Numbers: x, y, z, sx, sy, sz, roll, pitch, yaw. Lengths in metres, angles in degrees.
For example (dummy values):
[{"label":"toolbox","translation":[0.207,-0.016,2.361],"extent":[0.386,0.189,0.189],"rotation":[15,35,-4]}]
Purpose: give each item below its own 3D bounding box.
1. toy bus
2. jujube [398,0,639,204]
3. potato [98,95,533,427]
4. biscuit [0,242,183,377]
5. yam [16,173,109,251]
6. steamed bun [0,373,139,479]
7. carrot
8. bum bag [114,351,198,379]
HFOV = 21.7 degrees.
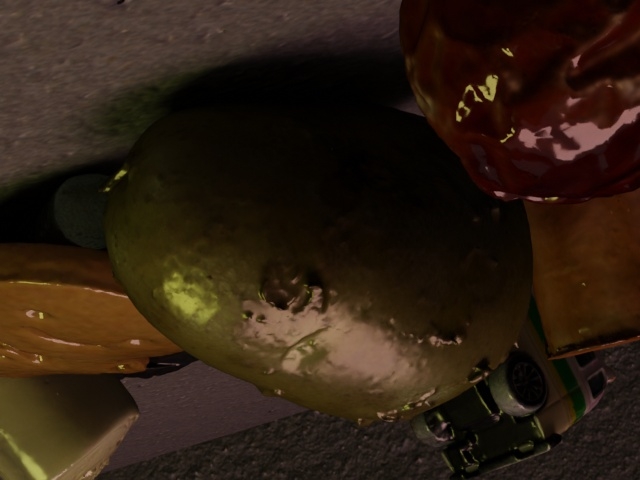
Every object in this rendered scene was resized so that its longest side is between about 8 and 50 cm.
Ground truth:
[{"label":"toy bus","translation":[0.149,0.058,1.637],"extent":[0.179,0.305,0.143],"rotation":[-25,176,-44]},{"label":"jujube","translation":[0.212,-0.161,0.991],"extent":[0.342,0.216,0.216],"rotation":[-27,167,12]},{"label":"potato","translation":[0.004,0.014,1.273],"extent":[0.359,0.270,0.219],"rotation":[1,138,-47]},{"label":"biscuit","translation":[-0.243,0.070,1.412],"extent":[0.275,0.052,0.355],"rotation":[21,157,-39]},{"label":"yam","translation":[-0.204,-0.004,1.369],"extent":[0.068,0.068,0.169],"rotation":[-13,171,-25]},{"label":"steamed bun","translation":[-0.291,0.164,1.712],"extent":[0.154,0.200,0.250],"rotation":[-40,178,-16]},{"label":"carrot","translation":[0.258,-0.034,1.488],"extent":[0.195,0.254,0.196],"rotation":[-14,170,-2]},{"label":"bum bag","translation":[-0.126,0.083,1.869],"extent":[0.310,0.074,0.137],"rotation":[-28,154,18]}]
